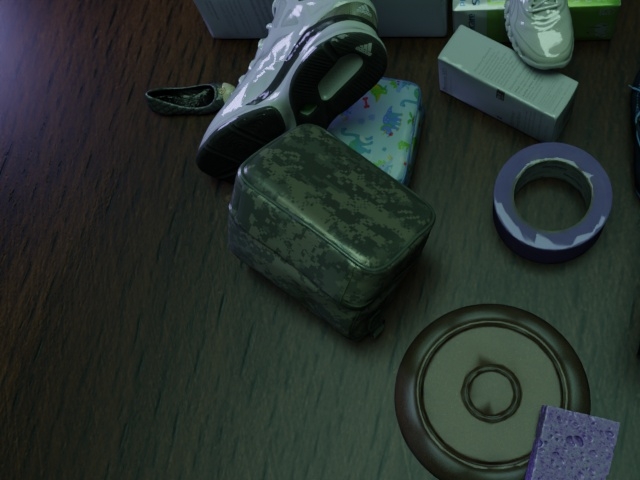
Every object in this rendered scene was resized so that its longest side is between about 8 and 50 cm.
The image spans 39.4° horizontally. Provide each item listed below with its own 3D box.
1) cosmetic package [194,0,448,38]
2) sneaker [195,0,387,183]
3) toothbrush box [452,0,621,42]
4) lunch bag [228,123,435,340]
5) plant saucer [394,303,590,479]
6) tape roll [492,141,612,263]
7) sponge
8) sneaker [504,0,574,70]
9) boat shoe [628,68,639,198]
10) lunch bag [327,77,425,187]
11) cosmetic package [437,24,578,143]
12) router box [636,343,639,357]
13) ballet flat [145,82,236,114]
[{"bbox_3d":[0.010,-0.511,1.652,0.453,0.161,0.230,1,72,10],"label":"cosmetic package"},{"bbox_3d":[-0.056,-0.292,1.530,0.447,0.169,0.257,-36,45,40],"label":"sneaker"},{"bbox_3d":[0.381,-0.473,1.597,0.283,0.122,0.206,1,73,12],"label":"toothbrush box"},{"bbox_3d":[0.000,0.000,1.441,0.305,0.256,0.212,36,48,17],"label":"lunch bag"},{"bbox_3d":[0.271,0.245,1.418,0.311,0.050,0.310,-3,70,9],"label":"plant saucer"},{"bbox_3d":[0.382,-0.062,1.483,0.189,0.080,0.189,-3,72,10],"label":"tape roll"},{"bbox_3d":[0.368,0.361,1.339,0.117,0.031,0.210,14,84,-4],"label":"sponge"},{"bbox_3d":[0.353,-0.420,1.463,0.110,0.118,0.292,-9,75,6],"label":"sneaker"},{"bbox_3d":[0.574,-0.191,1.487,0.109,0.089,0.258,-3,71,9],"label":"boat shoe"},{"bbox_3d":[0.083,-0.180,1.567,0.176,0.090,0.219,8,74,12],"label":"lunch bag"},{"bbox_3d":[0.320,-0.266,1.542,0.231,0.117,0.085,30,78,18],"label":"cosmetic package"},{"bbox_3d":[0.567,0.021,1.337,0.081,0.243,0.308,16,76,14],"label":"router box"},{"bbox_3d":[-0.243,-0.266,1.673,0.173,0.049,0.057,-7,72,7],"label":"ballet flat"}]
